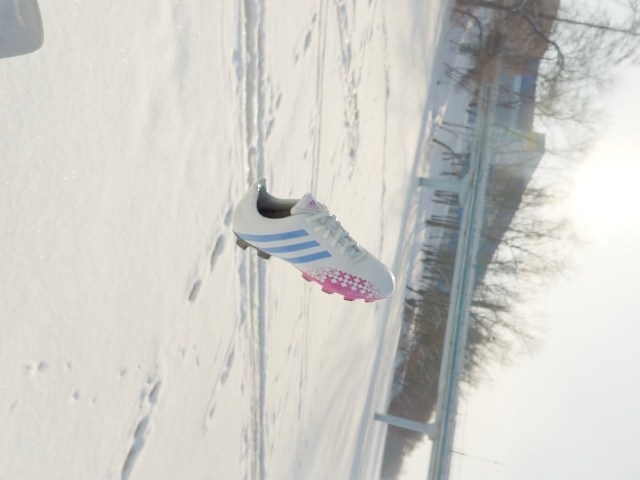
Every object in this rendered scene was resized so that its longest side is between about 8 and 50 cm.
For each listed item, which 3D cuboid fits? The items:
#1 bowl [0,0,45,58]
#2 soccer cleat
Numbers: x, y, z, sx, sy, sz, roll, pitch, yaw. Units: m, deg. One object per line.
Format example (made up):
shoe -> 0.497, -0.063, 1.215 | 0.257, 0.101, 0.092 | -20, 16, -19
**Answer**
bowl -> -0.425, -0.293, 0.596 | 0.142, 0.053, 0.142 | -20, 152, -27
soccer cleat -> 0.000, 0.000, 0.886 | 0.116, 0.332, 0.143 | -72, -174, -59
